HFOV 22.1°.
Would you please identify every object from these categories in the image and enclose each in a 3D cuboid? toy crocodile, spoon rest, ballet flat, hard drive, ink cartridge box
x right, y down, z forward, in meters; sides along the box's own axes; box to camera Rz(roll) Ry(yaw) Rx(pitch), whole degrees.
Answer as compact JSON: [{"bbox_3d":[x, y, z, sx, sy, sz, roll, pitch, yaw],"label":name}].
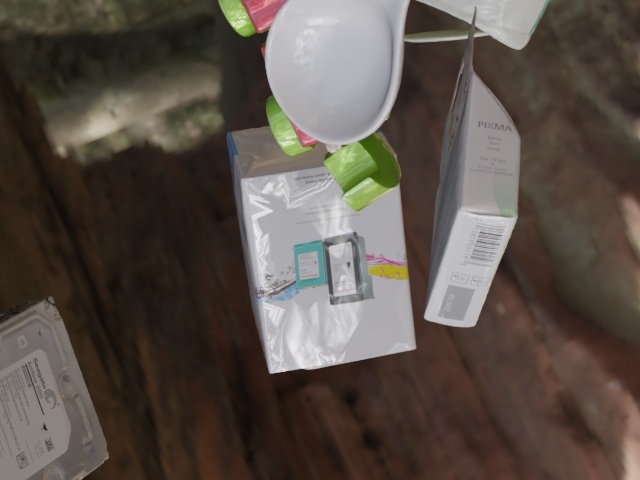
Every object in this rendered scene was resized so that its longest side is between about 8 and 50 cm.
[{"bbox_3d":[-0.021,-0.189,1.596,0.341,0.115,0.105,67,-162,-10],"label":"toy crocodile"},{"bbox_3d":[0.048,-0.195,1.370,0.137,0.084,0.276,50,122,13],"label":"spoon rest"},{"bbox_3d":[0.052,-0.282,1.736,0.400,0.139,0.139,15,144,21],"label":"ballet flat"},{"bbox_3d":[-0.402,0.230,2.009,0.339,0.064,0.237,-33,-73,-61],"label":"hard drive"},{"bbox_3d":[0.000,0.000,2.110,0.198,0.197,0.270,-112,14,-67],"label":"ink cartridge box"},{"bbox_3d":[0.137,-0.063,1.450,0.181,0.056,0.225,101,179,-57],"label":"ink cartridge box"}]
